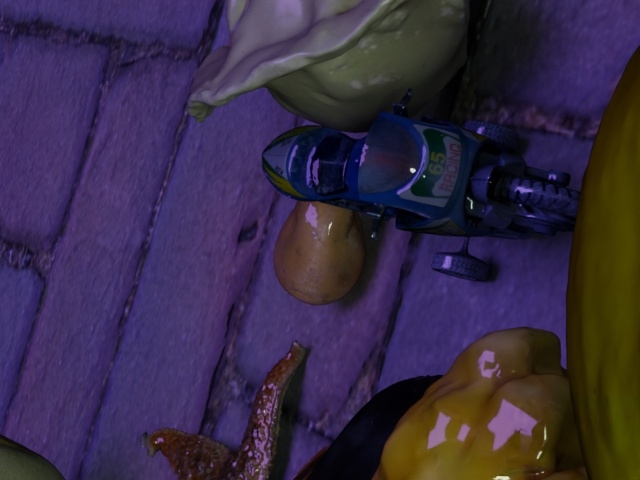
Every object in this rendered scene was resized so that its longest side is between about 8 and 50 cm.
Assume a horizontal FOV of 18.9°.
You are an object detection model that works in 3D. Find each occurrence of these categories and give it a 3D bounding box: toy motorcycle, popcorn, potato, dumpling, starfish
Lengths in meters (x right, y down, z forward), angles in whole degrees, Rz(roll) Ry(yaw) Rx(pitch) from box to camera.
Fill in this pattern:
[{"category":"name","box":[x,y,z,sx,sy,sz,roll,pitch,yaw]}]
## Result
[{"category":"toy motorcycle","box":[0.054,-0.035,1.103,0.254,0.136,0.092,9,83,63]},{"category":"popcorn","box":[0.100,0.162,0.859,0.190,0.191,0.253,-100,25,-64]},{"category":"potato","box":[0.000,0.000,1.270,0.068,0.062,0.083,26,131,36]},{"category":"dumpling","box":[-0.002,-0.130,1.195,0.147,0.193,0.258,65,166,-7]},{"category":"starfish","box":[-0.083,0.216,1.327,0.231,0.048,0.295,-15,60,59]}]

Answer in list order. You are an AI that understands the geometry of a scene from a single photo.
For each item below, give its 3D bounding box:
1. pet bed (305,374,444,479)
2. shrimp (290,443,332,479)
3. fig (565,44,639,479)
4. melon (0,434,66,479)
[{"category":"pet bed","box":[0.046,0.168,1.047,0.201,0.053,0.201,-31,38,28]},{"category":"shrimp","box":[0.006,0.255,1.125,0.178,0.075,0.289,-26,40,53]},{"category":"fig","box":[0.228,0.053,0.545,0.343,0.343,0.343,-39,43,49]},{"category":"melon","box":[-0.310,0.293,1.494,0.271,0.272,0.308,-113,40,-51]}]
